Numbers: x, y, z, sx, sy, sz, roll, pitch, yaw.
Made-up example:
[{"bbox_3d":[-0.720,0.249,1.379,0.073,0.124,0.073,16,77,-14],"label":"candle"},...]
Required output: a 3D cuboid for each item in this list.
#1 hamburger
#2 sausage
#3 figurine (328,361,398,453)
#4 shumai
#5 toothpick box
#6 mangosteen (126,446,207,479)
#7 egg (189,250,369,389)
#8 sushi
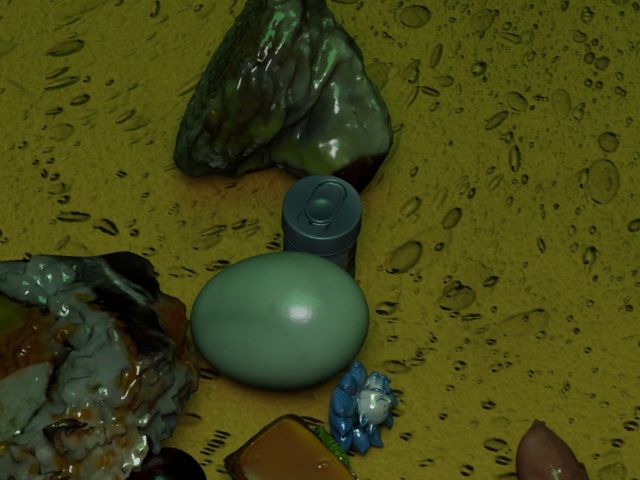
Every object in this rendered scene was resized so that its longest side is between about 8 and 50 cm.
[{"bbox_3d":[-0.021,0.287,1.638,0.137,0.087,0.166,-34,65,-23],"label":"hamburger"},{"bbox_3d":[0.320,0.392,1.586,0.088,0.088,0.433,-16,58,-13],"label":"sausage"},{"bbox_3d":[0.048,0.209,1.694,0.079,0.114,0.114,3,52,31],"label":"figurine"},{"bbox_3d":[-0.018,-0.186,1.878,0.263,0.309,0.304,31,58,-13],"label":"shumai"},{"bbox_3d":[0.000,0.000,1.792,0.101,0.153,0.101,1,56,-1],"label":"toothpick box"},{"bbox_3d":[-0.185,0.305,1.608,0.140,0.140,0.140,1,56,-2],"label":"mangosteen"},{"bbox_3d":[-0.051,0.098,1.708,0.231,0.168,0.168,-5,52,26],"label":"egg"},{"bbox_3d":[-0.346,0.175,1.618,0.417,0.176,0.417,-11,39,9],"label":"sushi"}]
